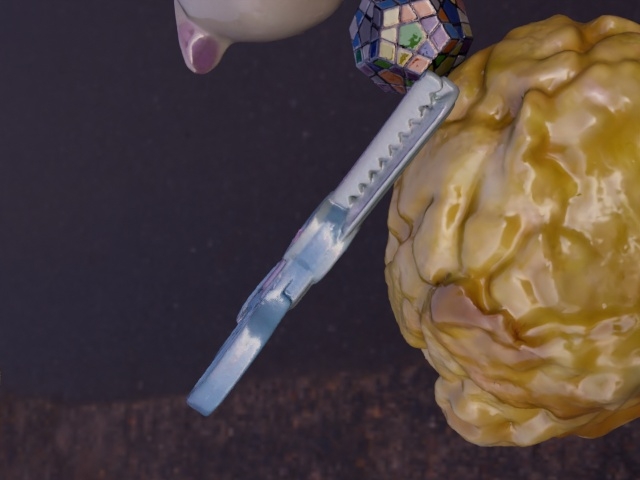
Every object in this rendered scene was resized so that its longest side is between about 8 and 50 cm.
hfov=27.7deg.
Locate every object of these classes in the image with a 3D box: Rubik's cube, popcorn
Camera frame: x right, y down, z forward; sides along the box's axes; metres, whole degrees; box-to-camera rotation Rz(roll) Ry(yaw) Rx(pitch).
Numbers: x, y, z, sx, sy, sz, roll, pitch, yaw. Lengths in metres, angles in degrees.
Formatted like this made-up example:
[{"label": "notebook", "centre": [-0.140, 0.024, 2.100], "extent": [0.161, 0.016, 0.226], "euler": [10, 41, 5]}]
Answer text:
[{"label": "Rubik's cube", "centre": [0.080, -0.182, 1.151], "extent": [0.111, 0.093, 0.111], "euler": [180, 90, -64]}, {"label": "popcorn", "centre": [0.223, -0.001, 1.160], "extent": [0.390, 0.344, 0.354], "euler": [64, -179, -11]}]

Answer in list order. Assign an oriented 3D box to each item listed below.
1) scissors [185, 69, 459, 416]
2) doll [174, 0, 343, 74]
[{"label": "scissors", "centre": [0.000, 0.000, 0.794], "extent": [0.256, 0.030, 0.125], "euler": [-51, 5, 24]}, {"label": "doll", "centre": [-0.020, -0.345, 1.189], "extent": [0.226, 0.215, 0.370], "euler": [48, 130, 2]}]
